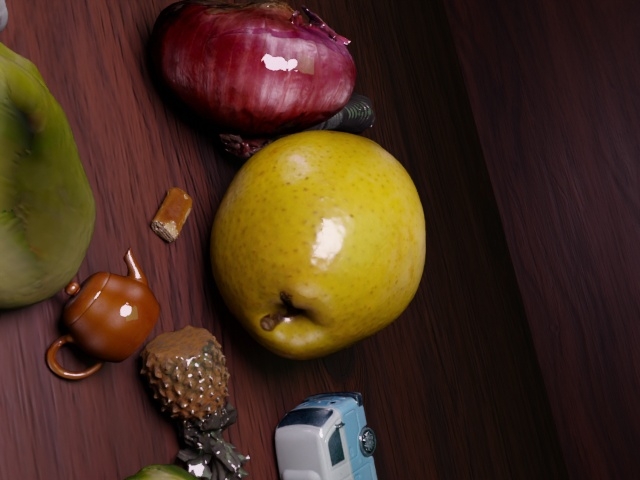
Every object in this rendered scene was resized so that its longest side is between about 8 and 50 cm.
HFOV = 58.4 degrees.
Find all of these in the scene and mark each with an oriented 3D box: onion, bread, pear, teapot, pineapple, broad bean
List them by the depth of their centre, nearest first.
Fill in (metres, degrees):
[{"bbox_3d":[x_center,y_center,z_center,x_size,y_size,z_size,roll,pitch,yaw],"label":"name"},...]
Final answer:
[{"bbox_3d":[-0.342,-0.064,0.610,0.238,0.119,0.291,-66,152,-62],"label":"broad bean"},{"bbox_3d":[-0.271,0.091,0.710,0.173,0.116,0.116,-55,129,-14],"label":"teapot"},{"bbox_3d":[-0.169,0.250,0.809,0.125,0.125,0.251,-42,121,-57],"label":"pineapple"},{"bbox_3d":[-0.233,-0.041,0.900,0.047,0.036,0.083,43,43,-29],"label":"bread"},{"bbox_3d":[0.000,0.000,0.964,0.362,0.362,0.418,55,33,-28],"label":"pear"},{"bbox_3d":[-0.115,-0.264,0.974,0.347,0.348,0.285,-37,141,-58],"label":"onion"}]

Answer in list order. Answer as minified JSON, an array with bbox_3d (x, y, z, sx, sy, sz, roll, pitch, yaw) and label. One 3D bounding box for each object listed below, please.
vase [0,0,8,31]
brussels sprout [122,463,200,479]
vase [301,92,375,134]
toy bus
[{"bbox_3d":[-0.436,-0.206,0.599,0.096,0.096,0.219,51,40,-33],"label":"vase"},{"bbox_3d":[-0.202,0.350,0.661,0.183,0.145,0.131,-53,163,-6],"label":"brussels sprout"},{"bbox_3d":[0.034,-0.306,1.414,0.237,0.115,0.115,-23,95,-56],"label":"vase"},{"bbox_3d":[0.013,0.413,0.985,0.165,0.133,0.271,-4,81,-55],"label":"toy bus"}]
